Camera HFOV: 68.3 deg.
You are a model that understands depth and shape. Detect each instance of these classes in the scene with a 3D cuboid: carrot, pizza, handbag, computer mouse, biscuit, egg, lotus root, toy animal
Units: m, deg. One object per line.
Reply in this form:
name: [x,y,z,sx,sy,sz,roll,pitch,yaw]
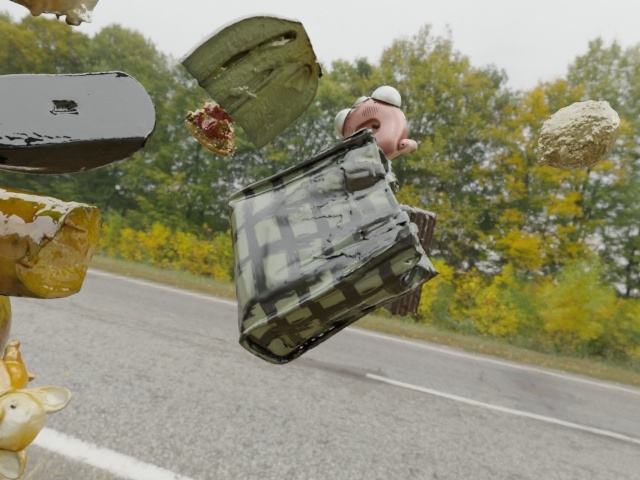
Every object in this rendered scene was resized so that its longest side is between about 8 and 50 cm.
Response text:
carrot: [-0.368,-0.010,0.419,0.302,0.114,0.114,10,0,-13]
pizza: [-0.295,-0.354,1.354,0.188,0.199,0.062,35,20,10]
handbag: [0.000,0.000,0.822,0.327,0.325,0.162,-27,-41,15]
computer mouse: [-0.369,-0.160,0.663,0.270,0.137,0.086,-15,-18,-31]
biscuit: [0.184,0.047,1.061,0.070,0.252,0.106,8,6,-22]
egg: [0.454,-0.183,0.837,0.118,0.116,0.140,-20,-18,-49]
lotus root: [-0.141,-0.407,1.102,0.267,0.260,0.149,46,9,-35]
toy animal: [-0.211,0.113,0.325,0.083,0.060,0.081,34,-21,15]

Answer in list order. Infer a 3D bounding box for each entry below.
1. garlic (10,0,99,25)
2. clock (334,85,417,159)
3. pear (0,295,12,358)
garlic: [-0.313,-0.313,0.379,0.203,0.185,0.281,46,37,19]
clock: [0.117,-0.248,1.058,0.166,0.162,0.093,-26,-8,27]
pear: [-0.542,0.105,0.581,0.281,0.280,0.281,9,0,0]
